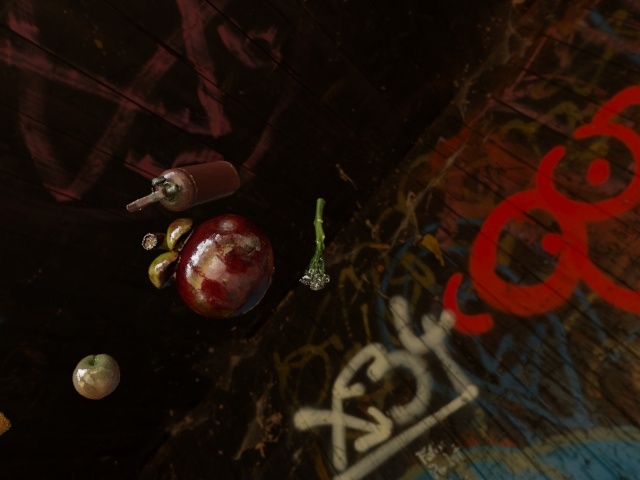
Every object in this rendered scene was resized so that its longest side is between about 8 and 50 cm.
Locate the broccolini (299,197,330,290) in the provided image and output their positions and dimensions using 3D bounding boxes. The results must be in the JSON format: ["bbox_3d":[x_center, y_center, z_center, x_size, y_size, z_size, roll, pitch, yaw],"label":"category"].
[{"bbox_3d":[0.001,-0.001,0.854,0.044,0.218,0.042,18,-45,-10],"label":"broccolini"}]

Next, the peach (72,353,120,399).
[{"bbox_3d":[-0.414,0.253,0.911,0.083,0.083,0.083,-23,-43,-22],"label":"peach"}]

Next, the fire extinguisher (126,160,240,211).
[{"bbox_3d":[-0.343,-0.127,1.239,0.147,0.106,0.337,-25,4,23],"label":"fire extinguisher"}]

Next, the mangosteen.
[{"bbox_3d":[-0.220,0.043,0.969,0.258,0.215,0.215,14,-61,-18],"label":"mangosteen"}]

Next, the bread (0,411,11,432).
[{"bbox_3d":[-0.725,0.384,1.059,0.065,0.103,0.187,-39,2,-42],"label":"bread"}]
